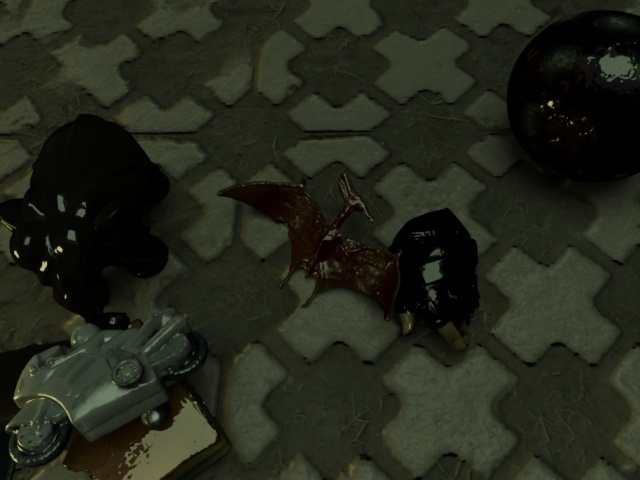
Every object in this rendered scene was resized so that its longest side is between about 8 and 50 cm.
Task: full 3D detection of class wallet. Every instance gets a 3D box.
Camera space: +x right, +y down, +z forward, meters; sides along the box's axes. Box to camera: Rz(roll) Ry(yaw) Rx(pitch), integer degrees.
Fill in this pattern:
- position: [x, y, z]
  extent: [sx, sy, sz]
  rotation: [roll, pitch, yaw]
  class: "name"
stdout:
- position: [-0.511, 0.228, 0.864]
  extent: [0.310, 0.042, 0.165]
  rotation: [-11, 27, -3]
  class: "wallet"

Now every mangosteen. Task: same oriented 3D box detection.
- position: [0.448, -0.235, 0.970]
  extent: [0.288, 0.288, 0.287]
  rotation: [-1, 63, 2]
  class: "mangosteen"

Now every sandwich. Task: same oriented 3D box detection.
- position: [-0.263, 0.252, 0.840]
  extent: [0.186, 0.108, 0.220]
  rotation: [-35, 67, -15]
  class: "sandwich"

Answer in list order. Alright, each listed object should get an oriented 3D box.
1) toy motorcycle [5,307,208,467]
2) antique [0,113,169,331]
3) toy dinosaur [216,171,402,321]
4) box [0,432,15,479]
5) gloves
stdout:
- position: [-0.282, 0.167, 0.774]
  extent: [0.260, 0.110, 0.171]
  rotation: [-30, 51, -17]
  class: "toy motorcycle"
- position: [-0.345, -0.037, 0.913]
  extent: [0.185, 0.255, 0.322]
  rotation: [-1, 65, -1]
  class: "antique"
- position: [-0.001, 0.010, 0.928]
  extent: [0.207, 0.113, 0.327]
  rotation: [-34, 67, 20]
  class: "toy dinosaur"
- position: [-0.479, 0.303, 0.855]
  extent: [0.074, 0.054, 0.099]
  rotation: [2, 63, 2]
  class: "box"
- position: [0.181, 0.070, 0.916]
  extent: [0.164, 0.124, 0.203]
  rotation: [-29, 55, 8]
  class: "gloves"
